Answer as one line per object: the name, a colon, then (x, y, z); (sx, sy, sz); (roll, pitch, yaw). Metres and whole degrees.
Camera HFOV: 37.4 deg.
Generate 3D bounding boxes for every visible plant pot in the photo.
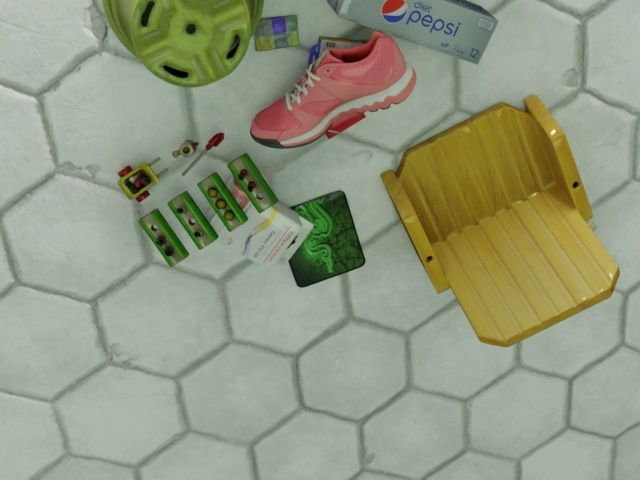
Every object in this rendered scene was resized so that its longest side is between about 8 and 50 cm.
plant pot: (-0.212, -0.367, 1.511); (0.276, 0.254, 0.276); (-5, 117, -9)

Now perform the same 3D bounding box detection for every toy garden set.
toy garden set: (-0.236, -0.089, 1.732); (0.244, 0.049, 0.203); (-31, 101, 12)

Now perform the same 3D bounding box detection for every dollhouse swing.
dollhouse swing: (0.352, -0.034, 1.802); (0.347, 0.305, 0.315); (-26, 121, 4)

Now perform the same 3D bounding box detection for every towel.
towel: (-0.080, -0.370, 1.689); (0.083, 0.009, 0.060); (-9, 119, -9)

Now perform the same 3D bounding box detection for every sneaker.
sneaker: (0.005, -0.277, 1.676); (0.314, 0.116, 0.136); (-23, 132, 8)

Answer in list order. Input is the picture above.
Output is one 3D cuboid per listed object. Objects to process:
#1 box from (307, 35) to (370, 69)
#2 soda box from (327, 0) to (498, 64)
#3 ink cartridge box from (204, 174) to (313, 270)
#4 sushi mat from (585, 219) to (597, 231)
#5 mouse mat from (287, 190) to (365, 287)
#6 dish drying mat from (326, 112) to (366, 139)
box: (0.043, -0.328, 1.732); (0.136, 0.028, 0.081); (4, 117, -13)
soda box: (0.163, -0.407, 1.676); (0.286, 0.098, 0.091); (14, 115, -20)
ink cartridge box: (-0.116, -0.024, 1.829); (0.198, 0.067, 0.115); (30, 107, -22)
sushi mat: (0.442, 0.048, 2.035); (0.151, 0.019, 0.316); (33, 106, -27)
mouse mat: (0.000, 0.000, 1.910); (0.153, 0.007, 0.189); (-20, 120, -2)
dish drying mat: (0.045, -0.225, 1.798); (0.083, 0.008, 0.032); (-31, 119, 4)
